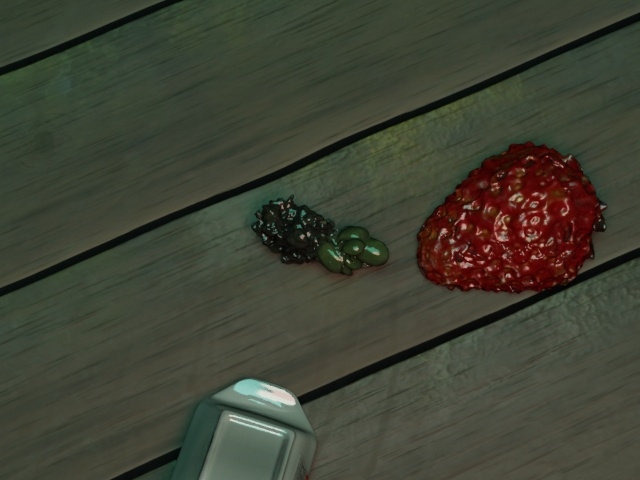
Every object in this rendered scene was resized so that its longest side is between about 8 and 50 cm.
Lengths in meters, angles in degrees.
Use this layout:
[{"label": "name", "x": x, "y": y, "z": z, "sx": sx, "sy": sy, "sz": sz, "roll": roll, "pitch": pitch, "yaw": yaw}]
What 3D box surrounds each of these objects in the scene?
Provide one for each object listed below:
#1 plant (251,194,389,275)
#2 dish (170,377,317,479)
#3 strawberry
[{"label": "plant", "x": 0.000, "y": 0.000, "z": 2.030, "sx": 0.174, "sy": 0.085, "sz": 0.087, "roll": 18, "pitch": 97, "yaw": 4}, {"label": "dish", "x": -0.086, "y": 0.251, "z": 1.910, "sx": 0.154, "sy": 0.064, "sz": 0.234, "roll": 17, "pitch": 49, "yaw": 0}, {"label": "strawberry", "x": 0.228, "y": -0.026, "z": 2.004, "sx": 0.236, "sy": 0.111, "sz": 0.190, "roll": -23, "pitch": 74, "yaw": -4}]
